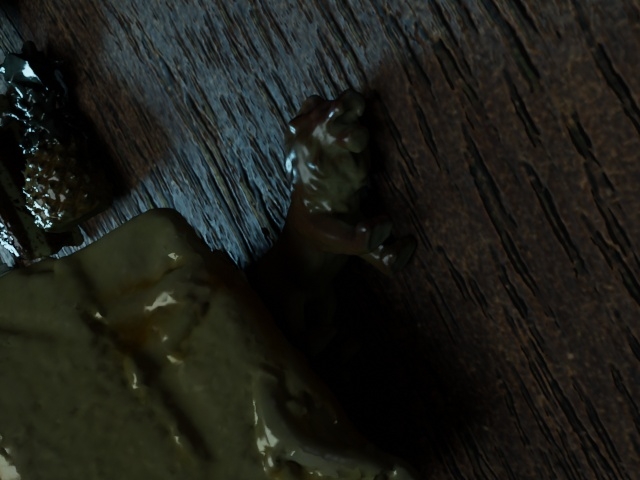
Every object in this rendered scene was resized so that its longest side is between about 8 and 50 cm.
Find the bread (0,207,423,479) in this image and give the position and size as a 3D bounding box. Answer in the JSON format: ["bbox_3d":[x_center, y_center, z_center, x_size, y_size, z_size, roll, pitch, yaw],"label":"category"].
[{"bbox_3d":[-0.137,0.195,0.818,0.390,0.279,0.371,50,163,15],"label":"bread"}]

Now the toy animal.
[{"bbox_3d":[0.000,0.000,0.811,0.157,0.097,0.312,51,139,28],"label":"toy animal"}]

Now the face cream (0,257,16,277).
[{"bbox_3d":[-0.487,0.157,1.366,0.073,0.073,0.283,-7,104,46],"label":"face cream"}]

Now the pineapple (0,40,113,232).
[{"bbox_3d":[-0.339,-0.134,1.063,0.119,0.111,0.237,-22,88,18],"label":"pineapple"}]

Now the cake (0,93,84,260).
[{"bbox_3d":[-0.428,-0.095,1.157,0.246,0.112,0.135,39,130,25],"label":"cake"}]
